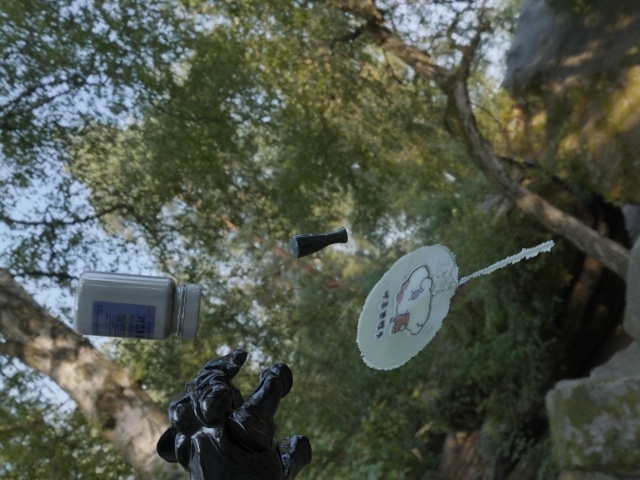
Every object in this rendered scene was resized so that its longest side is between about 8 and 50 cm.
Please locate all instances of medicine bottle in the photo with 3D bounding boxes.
[{"bbox_3d":[-0.285,0.105,1.089,0.103,0.187,0.102,-174,90,-79],"label":"medicine bottle"}]

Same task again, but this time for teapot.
[{"bbox_3d":[0.000,0.000,1.251,0.111,0.043,0.042,-14,-40,-24],"label":"teapot"}]

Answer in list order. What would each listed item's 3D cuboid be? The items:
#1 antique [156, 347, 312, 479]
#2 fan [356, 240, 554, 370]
[{"bbox_3d":[-0.135,0.352,1.166,0.185,0.322,0.255,-16,-6,21],"label":"antique"},{"bbox_3d":[0.158,0.063,0.874,0.329,0.009,0.190,-31,33,43],"label":"fan"}]
